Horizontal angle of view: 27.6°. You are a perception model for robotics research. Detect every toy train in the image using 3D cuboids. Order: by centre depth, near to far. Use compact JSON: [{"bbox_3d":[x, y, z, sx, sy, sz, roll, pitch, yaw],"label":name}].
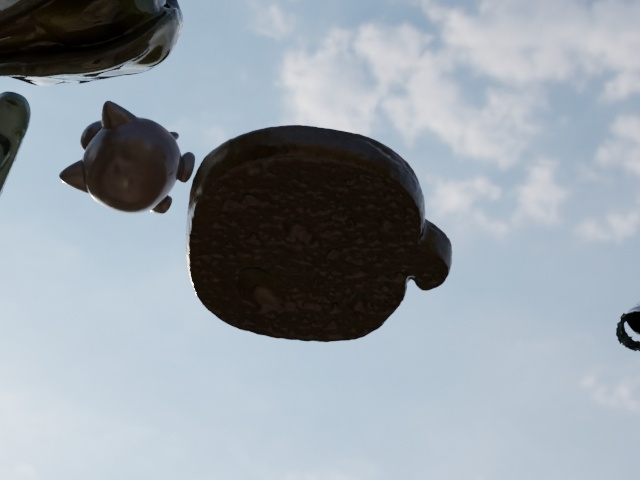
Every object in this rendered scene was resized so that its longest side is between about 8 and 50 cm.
[{"bbox_3d":[-0.374,-0.070,1.449,0.052,0.051,0.234,23,-48,-13],"label":"toy train"}]

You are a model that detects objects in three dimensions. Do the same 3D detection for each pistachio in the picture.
[{"bbox_3d":[-0.227,-0.208,1.102,0.288,0.197,0.166,14,-47,61],"label":"pistachio"}]

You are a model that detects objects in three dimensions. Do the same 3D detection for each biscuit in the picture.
[{"bbox_3d":[0.000,-0.001,1.521,0.314,0.063,0.367,4,-38,-5],"label":"biscuit"}]

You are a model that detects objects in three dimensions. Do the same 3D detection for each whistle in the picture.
[{"bbox_3d":[0.495,0.112,1.946,0.062,0.312,0.062,2,-84,22],"label":"whistle"}]

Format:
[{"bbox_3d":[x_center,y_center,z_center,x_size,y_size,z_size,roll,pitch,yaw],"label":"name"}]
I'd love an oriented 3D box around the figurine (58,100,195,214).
[{"bbox_3d":[-0.231,-0.094,1.581,0.138,0.125,0.125,27,-42,-21],"label":"figurine"}]
